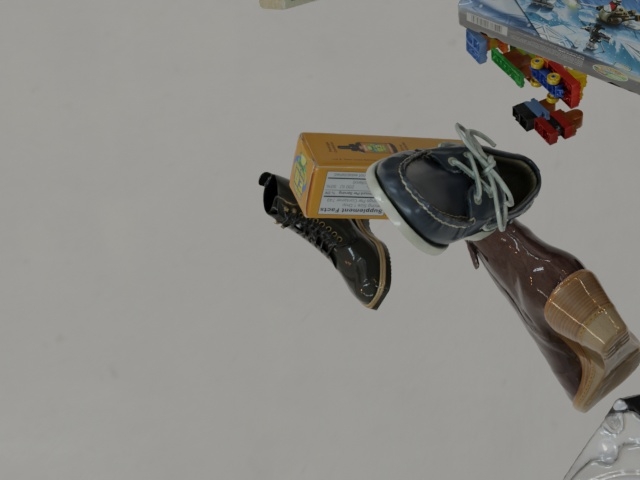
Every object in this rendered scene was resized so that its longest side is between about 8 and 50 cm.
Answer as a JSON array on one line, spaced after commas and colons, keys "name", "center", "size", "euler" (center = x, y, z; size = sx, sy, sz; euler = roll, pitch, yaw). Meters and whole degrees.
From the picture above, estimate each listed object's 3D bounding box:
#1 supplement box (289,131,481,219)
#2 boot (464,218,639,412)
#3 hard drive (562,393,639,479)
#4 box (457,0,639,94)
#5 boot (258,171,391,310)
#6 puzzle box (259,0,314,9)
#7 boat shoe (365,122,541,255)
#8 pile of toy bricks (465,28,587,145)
[{"name": "supplement box", "center": [0.086, -0.073, 1.628], "size": [0.233, 0.078, 0.080], "euler": [3, 123, -19]}, {"name": "boot", "center": [0.235, 0.063, 1.442], "size": [0.090, 0.248, 0.207], "euler": [-39, 65, -9]}, {"name": "hard drive", "center": [0.314, 0.319, 1.117], "size": [0.339, 0.064, 0.237], "euler": [43, 117, 30]}, {"name": "box", "center": [0.126, -0.093, 0.468], "size": [0.137, 0.027, 0.094], "euler": [23, 87, 8]}, {"name": "boot", "center": [0.000, 0.000, 1.701], "size": [0.137, 0.198, 0.077], "euler": [16, 119, -30]}, {"name": "puzzle box", "center": [0.081, -0.444, 1.596], "size": [0.052, 0.409, 0.272], "euler": [16, 121, 52]}, {"name": "boat shoe", "center": [0.117, -0.041, 1.128], "size": [0.079, 0.254, 0.095], "euler": [-33, 74, 22]}, {"name": "pile of toy bricks", "center": [0.247, -0.204, 1.509], "size": [0.105, 0.212, 0.118], "euler": [-22, 136, -14]}]
